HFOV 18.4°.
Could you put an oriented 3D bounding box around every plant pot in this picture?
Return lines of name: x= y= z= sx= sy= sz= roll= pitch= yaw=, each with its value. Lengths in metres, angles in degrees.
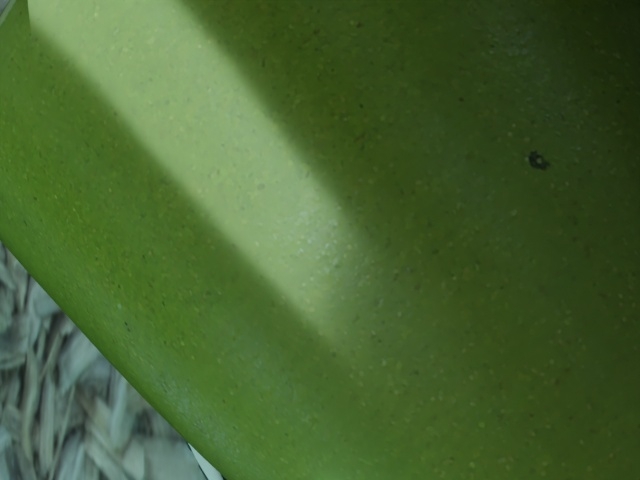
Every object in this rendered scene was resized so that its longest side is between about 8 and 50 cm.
plant pot: x=0.064 y=0.021 z=0.695 sx=0.293 sy=0.275 sz=0.275 roll=53 pitch=134 yaw=24

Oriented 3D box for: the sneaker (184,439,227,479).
sneaker: x=0.000 y=0.000 z=0.922 sx=0.124 sy=0.107 sz=0.283 roll=-16 pitch=74 yaw=52
